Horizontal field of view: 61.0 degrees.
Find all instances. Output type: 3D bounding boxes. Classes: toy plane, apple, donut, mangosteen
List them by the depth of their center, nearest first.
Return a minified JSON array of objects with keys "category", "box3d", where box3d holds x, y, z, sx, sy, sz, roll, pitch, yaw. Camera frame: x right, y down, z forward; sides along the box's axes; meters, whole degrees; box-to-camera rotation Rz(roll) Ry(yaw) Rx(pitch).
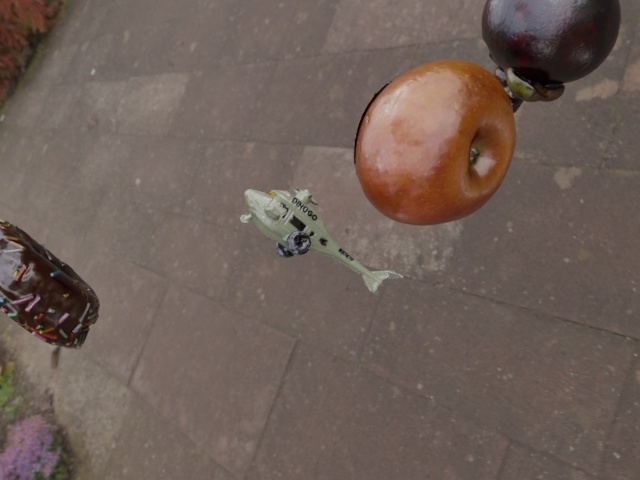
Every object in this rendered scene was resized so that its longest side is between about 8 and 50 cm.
[{"category":"donut","box3d":[-0.418,0.060,0.793,0.089,0.235,0.235,-49,41,-15]},{"category":"toy plane","box3d":[0.000,0.000,0.877,0.108,0.286,0.092,-56,10,-16]},{"category":"apple","box3d":[0.190,-0.151,0.877,0.272,0.252,0.206,-37,24,-22]},{"category":"mangosteen","box3d":[0.388,-0.352,0.954,0.228,0.228,0.265,45,130,44]}]
